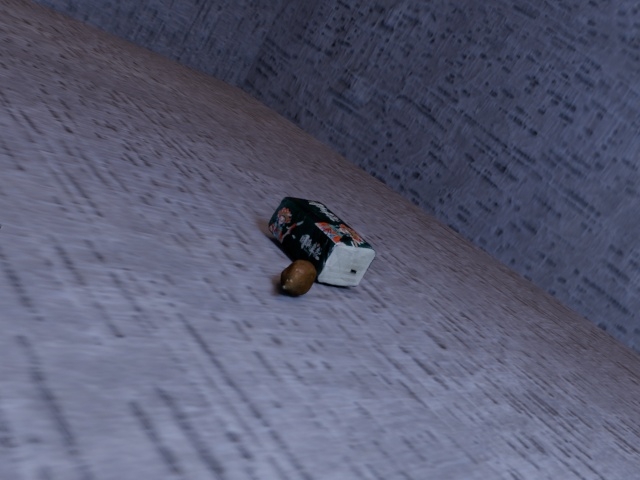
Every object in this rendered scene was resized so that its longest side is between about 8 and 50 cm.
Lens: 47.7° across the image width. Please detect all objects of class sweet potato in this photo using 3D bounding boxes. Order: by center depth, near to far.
[{"bbox_3d":[-0.037,0.055,1.027,0.049,0.049,0.117,31,13,7],"label":"sweet potato"}]

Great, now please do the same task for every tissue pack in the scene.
[{"bbox_3d":[-0.001,-0.001,1.214,0.103,0.091,0.170,12,20,-44],"label":"tissue pack"}]
